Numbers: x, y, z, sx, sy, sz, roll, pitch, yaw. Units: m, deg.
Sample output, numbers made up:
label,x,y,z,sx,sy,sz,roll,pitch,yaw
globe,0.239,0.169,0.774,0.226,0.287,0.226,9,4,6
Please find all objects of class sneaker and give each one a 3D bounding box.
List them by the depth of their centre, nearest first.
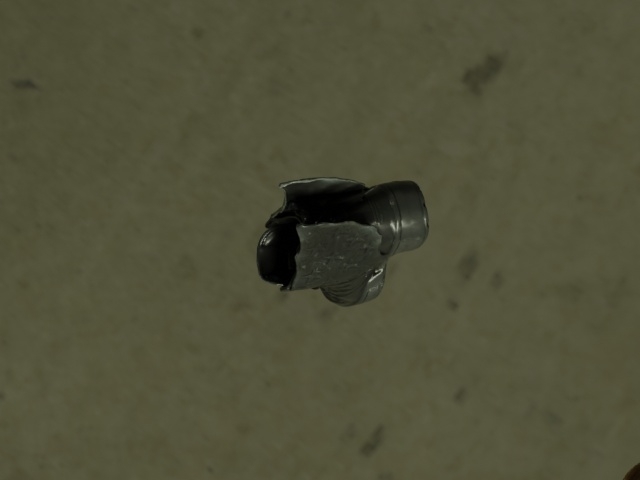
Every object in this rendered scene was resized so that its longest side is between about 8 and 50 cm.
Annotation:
label,x,y,z,sx,sy,sz,roll,pitch,yaw
sneaker,0.001,0.003,1.068,0.089,0.170,0.051,-12,76,-21

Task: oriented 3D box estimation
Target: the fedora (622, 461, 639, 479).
label,x,y,z,sx,sy,sz,roll,pitch,yaw
fedora,0.277,0.181,1.188,0.194,0.194,0.079,-3,133,-34
